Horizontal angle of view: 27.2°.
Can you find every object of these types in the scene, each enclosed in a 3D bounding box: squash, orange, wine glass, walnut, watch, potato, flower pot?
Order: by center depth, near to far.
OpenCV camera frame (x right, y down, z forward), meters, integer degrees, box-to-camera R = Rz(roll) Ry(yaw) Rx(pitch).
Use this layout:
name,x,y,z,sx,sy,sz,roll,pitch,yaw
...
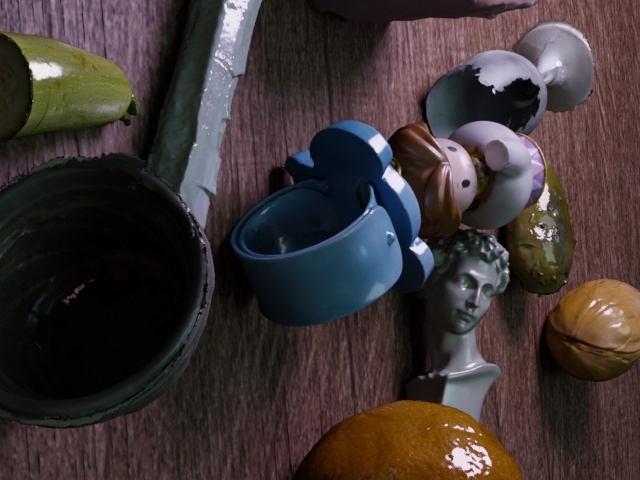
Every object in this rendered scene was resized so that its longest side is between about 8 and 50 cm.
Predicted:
name,x,y,z,sx,sy,sz,roll,pitch,yaw
flower pot,-0.189,0.059,1.089,0.140,0.235,0.235,72,29,-65
squash,-0.222,-0.125,1.153,0.224,0.094,0.094,-3,90,-65
watch,0.000,0.000,1.398,0.193,0.211,0.211,-42,123,-33
orange,0.096,0.295,1.425,0.264,0.264,0.264,7,82,-56
wine glass,0.268,-0.209,1.844,0.321,0.143,0.143,-33,115,-51
potato,0.317,-0.029,1.942,0.117,0.090,0.225,7,75,-50
walnut,0.435,0.139,2.055,0.206,0.159,0.159,-19,103,-55

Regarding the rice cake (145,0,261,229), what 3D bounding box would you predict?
name,x,y,z,sx,sy,sz,roll,pitch,yaw
rice cake,-0.118,-0.145,1.314,0.066,0.063,0.336,42,56,-54

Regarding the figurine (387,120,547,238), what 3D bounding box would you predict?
name,x,y,z,sx,sy,sz,roll,pitch,yaw
figurine,0.153,-0.071,1.605,0.263,0.189,0.142,-10,71,-41

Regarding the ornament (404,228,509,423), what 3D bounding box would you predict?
name,x,y,z,sx,sy,sz,roll,pitch,yaw
ornament,0.169,0.125,1.689,0.120,0.130,0.285,12,85,-39

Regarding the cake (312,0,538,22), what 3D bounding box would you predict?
name,x,y,z,sx,sy,sz,roll,pitch,yaw
cake,0.120,-0.406,1.547,0.237,0.230,0.309,-17,102,-54
